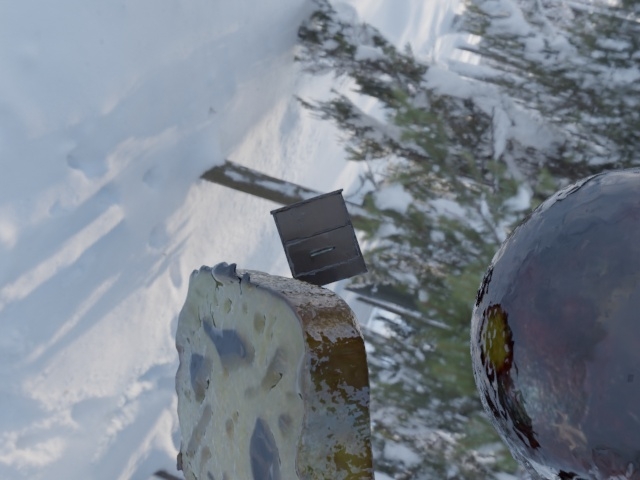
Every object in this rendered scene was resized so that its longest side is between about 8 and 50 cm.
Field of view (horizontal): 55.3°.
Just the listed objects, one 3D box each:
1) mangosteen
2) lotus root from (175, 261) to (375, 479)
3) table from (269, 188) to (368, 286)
[{"bbox_3d":[0.276,0.052,0.457,0.306,0.306,0.360,79,29,-69],"label":"mangosteen"},{"bbox_3d":[-0.061,0.193,0.641,0.391,0.111,0.375,67,-34,35],"label":"lotus root"},{"bbox_3d":[0.000,0.000,1.395,0.172,0.169,0.193,-60,133,-87],"label":"table"}]
